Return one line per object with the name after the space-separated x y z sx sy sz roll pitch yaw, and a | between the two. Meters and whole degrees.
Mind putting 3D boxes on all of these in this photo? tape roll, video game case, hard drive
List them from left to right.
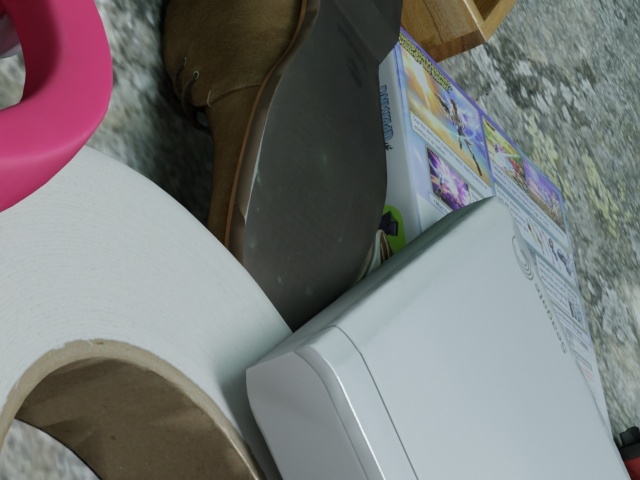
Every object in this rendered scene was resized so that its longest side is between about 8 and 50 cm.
-0.079 0.144 0.611 0.392 0.072 0.392 47 30 -37 | tape roll
0.104 0.017 1.113 0.269 0.061 0.244 38 38 -47 | video game case
0.085 0.118 0.837 0.233 0.047 0.353 66 21 -3 | hard drive

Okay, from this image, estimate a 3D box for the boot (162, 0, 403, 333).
-0.031 -0.071 0.877 0.112 0.115 0.305 57 33 -42 | boot

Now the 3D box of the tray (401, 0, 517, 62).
0.126 -0.324 1.375 0.203 0.076 0.411 59 36 -17 | tray

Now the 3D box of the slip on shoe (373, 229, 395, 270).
0.024 0.054 0.928 0.051 0.041 0.135 52 31 -54 | slip on shoe

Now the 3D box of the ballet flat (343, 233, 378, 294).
0.000 0.000 0.916 0.213 0.072 0.068 -78 168 -49 | ballet flat

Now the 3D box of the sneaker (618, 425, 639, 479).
0.338 0.203 1.384 0.276 0.097 0.135 -4 71 -63 | sneaker

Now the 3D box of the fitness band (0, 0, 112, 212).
-0.194 -0.125 0.557 0.291 0.054 0.209 50 27 5 | fitness band
